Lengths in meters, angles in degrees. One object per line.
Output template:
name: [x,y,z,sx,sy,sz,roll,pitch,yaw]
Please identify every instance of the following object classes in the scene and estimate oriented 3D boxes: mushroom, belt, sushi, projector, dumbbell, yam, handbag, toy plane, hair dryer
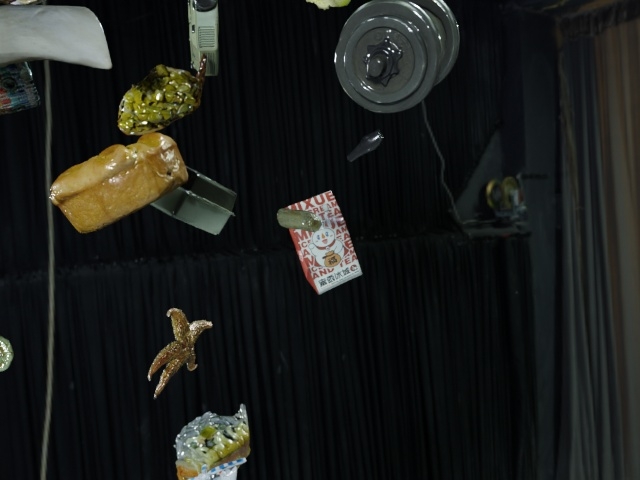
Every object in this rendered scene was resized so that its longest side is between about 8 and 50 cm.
mushroom: [-0.685,-0.439,1.125,0.397,0.177,0.126,-14,-38,-28]
belt: [-0.834,-0.455,1.323,0.150,0.257,0.207,-26,49,-26]
sushi: [-0.439,-0.402,1.451,0.296,0.166,0.179,-22,1,-18]
projector: [-0.353,-0.658,1.549,0.088,0.269,0.193,-3,-16,-12]
dumbbell: [0.143,-0.346,0.934,0.192,0.192,0.290,-3,28,29]
yam: [-0.045,-0.042,1.064,0.094,0.043,0.043,7,8,34]
sushi: [-0.329,0.644,1.610,0.274,0.139,0.184,-19,35,-41]
handbag: [0.000,0.000,1.589,0.171,0.298,0.151,-25,32,-6]
toy plane: [-0.263,0.596,1.105,0.182,0.107,0.273,-20,22,21]
hair dryer: [0.090,-0.184,0.960,0.079,0.031,0.083,-33,12,36]

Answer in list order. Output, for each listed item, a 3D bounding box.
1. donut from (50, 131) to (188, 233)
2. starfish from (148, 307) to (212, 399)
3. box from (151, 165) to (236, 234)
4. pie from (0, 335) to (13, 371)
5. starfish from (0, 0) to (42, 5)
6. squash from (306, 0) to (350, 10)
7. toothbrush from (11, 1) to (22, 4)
donut: [-0.475,-0.140,1.226,0.299,0.150,0.317,-37,16,-33]
starfish: [-0.320,0.244,1.175,0.043,0.240,0.227,10,42,15]
box: [-0.428,-0.146,1.699,0.221,0.166,0.290,28,0,28]
pie: [-0.728,0.255,1.150,0.085,0.085,0.017,-4,1,-1]
starfish: [-0.469,-0.408,0.800,0.150,0.053,0.209,1,40,12]
squash: [-0.052,-0.523,1.054,0.093,0.169,0.252,-34,20,-34]
toothbrush: [-0.616,-0.635,1.285,0.030,0.025,0.342,13,42,34]
